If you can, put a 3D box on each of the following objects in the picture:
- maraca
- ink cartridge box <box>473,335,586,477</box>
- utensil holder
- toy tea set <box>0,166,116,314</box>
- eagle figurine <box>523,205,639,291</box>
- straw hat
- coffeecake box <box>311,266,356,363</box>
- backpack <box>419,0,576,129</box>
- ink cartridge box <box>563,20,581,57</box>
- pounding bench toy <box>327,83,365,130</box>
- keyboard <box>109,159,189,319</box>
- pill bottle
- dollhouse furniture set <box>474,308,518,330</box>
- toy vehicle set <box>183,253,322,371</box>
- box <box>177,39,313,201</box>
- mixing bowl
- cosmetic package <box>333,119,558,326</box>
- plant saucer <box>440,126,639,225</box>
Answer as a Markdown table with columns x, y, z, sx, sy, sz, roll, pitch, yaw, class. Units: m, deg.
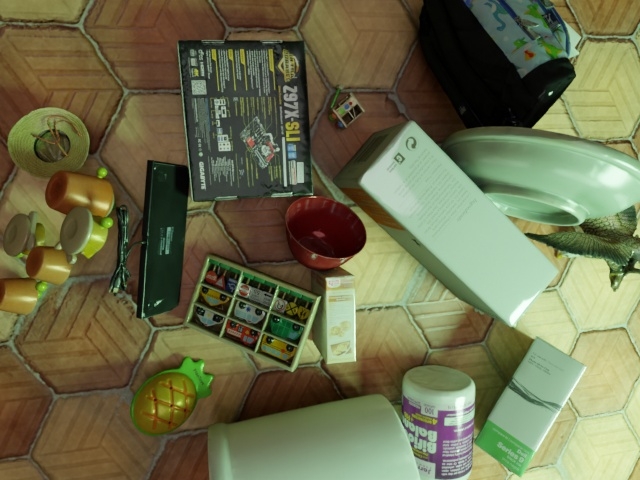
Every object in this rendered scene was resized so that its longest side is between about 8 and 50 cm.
| x | y | z | sx | sy | sz | roll | pitch | yaw | class |
| --- | --- | --- | --- | --- | --- | --- | --- | --- | --- |
| -0.320 | 0.337 | 0.984 | 0.185 | 0.099 | 0.127 | -36 | 106 | -32 | maraca |
| 0.506 | 0.391 | 1.091 | 0.121 | 0.211 | 0.289 | 31 | 91 | 30 | ink cartridge box |
| -0.020 | 0.518 | 0.950 | 0.385 | 0.327 | 0.328 | -8 | 98 | -12 | utensil holder |
| -0.504 | 0.010 | 0.884 | 0.336 | 0.124 | 0.200 | -34 | 64 | 20 | toy tea set |
| 0.660 | -0.011 | 1.096 | 0.298 | 0.226 | 0.225 | 39 | 108 | -18 | eagle figurine |
| -0.526 | -0.183 | 0.891 | 0.144 | 0.061 | 0.144 | 3 | 83 | -22 | straw hat |
| 0.026 | 0.157 | 1.005 | 0.068 | 0.142 | 0.185 | -3 | 98 | -13 | coffeecake box |
| 0.348 | -0.399 | 0.940 | 0.273 | 0.290 | 0.355 | -41 | 78 | -5 | backpack |
| 0.494 | -0.445 | 1.007 | 0.104 | 0.180 | 0.060 | 34 | 89 | -14 | ink cartridge box |
| 0.044 | -0.294 | 0.999 | 0.065 | 0.052 | 0.083 | -41 | 103 | -4 | pounding bench toy |
| -0.340 | 0.000 | 0.899 | 0.033 | 0.201 | 0.317 | 8 | 95 | 20 | keyboard |
| 0.278 | 0.471 | 1.083 | 0.169 | 0.169 | 0.302 | -2 | 97 | -11 | pill bottle |
| 0.447 | 0.197 | 1.136 | 0.081 | 0.091 | 0.114 | -30 | 105 | 9 | dollhouse furniture set |
| -0.147 | 0.149 | 0.964 | 0.267 | 0.035 | 0.166 | 19 | 93 | 14 | toy vehicle set |
| -0.154 | -0.248 | 0.953 | 0.257 | 0.079 | 0.322 | -6 | 98 | -13 | box |
| 0.000 | 0.000 | 0.984 | 0.181 | 0.181 | 0.098 | 11 | 135 | -13 | mixing bowl |
| 0.260 | -0.036 | 0.987 | 0.453 | 0.230 | 0.161 | 41 | 88 | -13 | cosmetic package |
| 0.433 | -0.108 | 0.922 | 0.400 | 0.400 | 0.101 | 18 | 89 | -13 | plant saucer |
